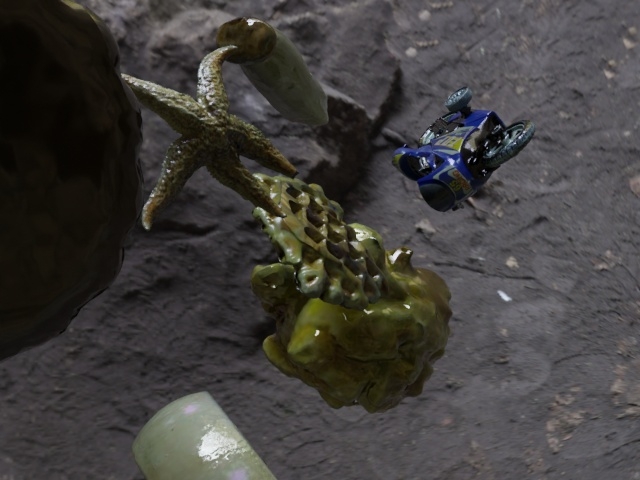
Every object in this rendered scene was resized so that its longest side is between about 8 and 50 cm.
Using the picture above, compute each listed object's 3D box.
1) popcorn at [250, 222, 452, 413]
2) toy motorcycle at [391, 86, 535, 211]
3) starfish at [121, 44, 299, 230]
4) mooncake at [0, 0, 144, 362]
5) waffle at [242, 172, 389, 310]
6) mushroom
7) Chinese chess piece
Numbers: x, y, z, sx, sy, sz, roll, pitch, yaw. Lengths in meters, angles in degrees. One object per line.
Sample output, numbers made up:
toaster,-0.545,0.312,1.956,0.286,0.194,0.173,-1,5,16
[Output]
popcorn,0.055,0.132,1.430,0.274,0.335,0.279,-31,77,26
toy motorcycle,0.187,-0.121,1.310,0.169,0.315,0.113,-44,107,-3
starfish,-0.115,-0.098,0.908,0.224,0.050,0.216,30,75,-16
mooncake,-0.202,-0.045,0.461,0.228,0.228,0.124,-53,26,8
waffle,0.002,-0.002,1.198,0.054,0.204,0.223,-41,65,21
mushroom,-0.066,-0.265,1.454,0.100,0.312,0.081,15,81,22
Chinese chess piece,-0.078,0.249,0.858,0.092,0.237,0.238,-38,66,-13
